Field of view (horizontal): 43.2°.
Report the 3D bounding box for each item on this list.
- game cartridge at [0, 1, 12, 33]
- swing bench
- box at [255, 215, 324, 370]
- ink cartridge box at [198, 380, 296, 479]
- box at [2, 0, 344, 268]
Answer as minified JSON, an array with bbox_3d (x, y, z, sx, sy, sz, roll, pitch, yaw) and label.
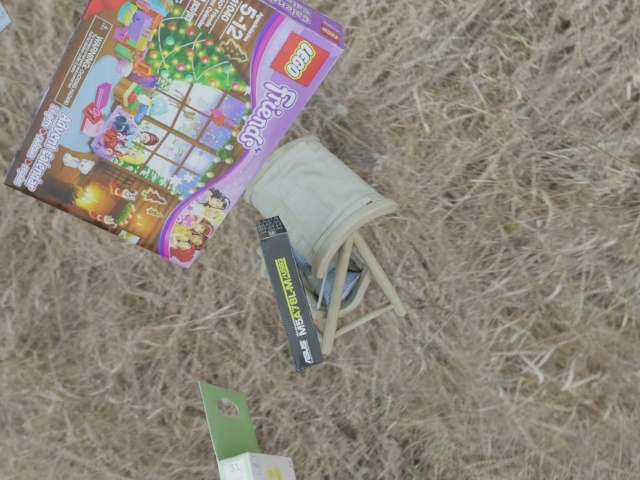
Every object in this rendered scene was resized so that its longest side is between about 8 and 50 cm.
[{"bbox_3d":[-0.524,-0.359,1.258,0.056,0.017,0.083,-41,99,5],"label":"game cartridge"},{"bbox_3d":[0.000,0.000,1.346,0.253,0.165,0.254,45,154,46],"label":"swing bench"},{"bbox_3d":[-0.046,0.066,1.129,0.045,0.190,0.184,-19,101,-3],"label":"box"},{"bbox_3d":[-0.095,0.318,1.165,0.056,0.171,0.235,-19,67,13],"label":"ink cartridge box"},{"bbox_3d":[-0.141,-0.123,0.742,0.201,0.057,0.293,26,124,-20],"label":"box"}]
